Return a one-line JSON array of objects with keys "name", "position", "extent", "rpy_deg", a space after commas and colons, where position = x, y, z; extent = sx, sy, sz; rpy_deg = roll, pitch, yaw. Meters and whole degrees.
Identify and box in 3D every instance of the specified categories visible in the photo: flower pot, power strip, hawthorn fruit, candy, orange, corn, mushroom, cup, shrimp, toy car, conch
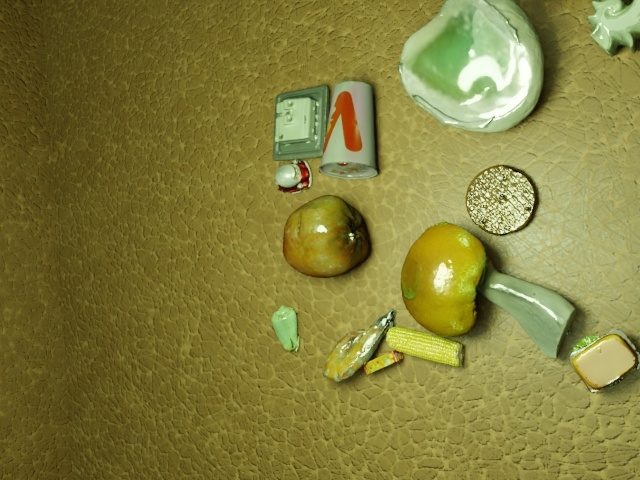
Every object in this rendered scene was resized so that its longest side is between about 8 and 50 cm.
[{"name": "flower pot", "position": [0.761, -0.680, 1.546], "extent": [0.254, 0.164, 0.368], "rpy_deg": [-46, 67, 27]}, {"name": "power strip", "position": [-0.086, -0.418, 2.095], "extent": [0.251, 0.092, 0.257], "rpy_deg": [1, 87, 32]}, {"name": "hawthorn fruit", "position": [0.000, 0.000, 1.925], "extent": [0.300, 0.267, 0.268], "rpy_deg": [-16, 79, 40]}, {"name": "candy", "position": [0.454, -0.507, 1.711], "extent": [0.386, 0.186, 0.427], "rpy_deg": [-48, 67, 30]}, {"name": "orange", "position": [0.349, 0.116, 1.701], "extent": [0.262, 0.196, 0.335], "rpy_deg": [28, 109, 49]}, {"name": "corn", "position": [0.319, 0.324, 1.810], "extent": [0.248, 0.081, 0.081], "rpy_deg": [10, 93, 31]}, {"name": "mushroom", "position": [0.556, 0.174, 1.650], "extent": [0.328, 0.122, 0.159], "rpy_deg": [36, 97, 29]}, {"name": "candy", "position": [0.203, 0.390, 1.890], "extent": [0.122, 0.062, 0.038], "rpy_deg": [-31, 74, 27]}, {"name": "cup", "position": [0.098, -0.363, 1.937], "extent": [0.203, 0.203, 0.289], "rpy_deg": [0, 81, 32]}, {"name": "shrimp", "position": [0.126, 0.333, 1.929], "extent": [0.317, 0.062, 0.164], "rpy_deg": [-47, 33, 3]}, {"name": "toy car", "position": [-0.113, -0.226, 2.091], "extent": [0.139, 0.112, 0.112], "rpy_deg": [-18, 78, 29]}, {"name": "conch", "position": [-0.128, 0.316, 2.098], "extent": [0.105, 0.079, 0.170], "rpy_deg": [-11, 88, 46]}]

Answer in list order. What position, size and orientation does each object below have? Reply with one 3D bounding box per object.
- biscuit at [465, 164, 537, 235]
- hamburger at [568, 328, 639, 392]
[{"name": "biscuit", "position": [0.530, -0.119, 1.731], "extent": [0.212, 0.036, 0.212], "rpy_deg": [-3, 84, 32]}, {"name": "hamburger", "position": [0.748, 0.308, 1.542], "extent": [0.166, 0.087, 0.137], "rpy_deg": [-39, 68, 23]}]
